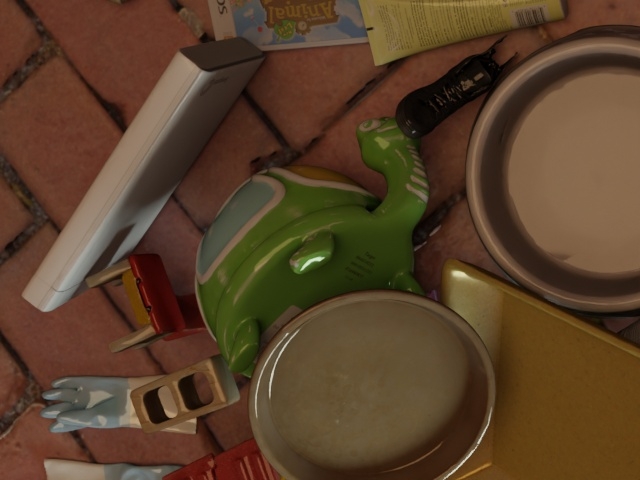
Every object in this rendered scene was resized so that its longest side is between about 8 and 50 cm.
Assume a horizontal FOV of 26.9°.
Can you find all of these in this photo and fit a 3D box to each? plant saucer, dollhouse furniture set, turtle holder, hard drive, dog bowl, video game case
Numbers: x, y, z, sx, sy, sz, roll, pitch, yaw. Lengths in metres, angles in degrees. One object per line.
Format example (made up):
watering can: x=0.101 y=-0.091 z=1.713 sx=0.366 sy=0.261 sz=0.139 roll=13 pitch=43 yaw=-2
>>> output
plant saucer: x=0.270 y=0.209 z=1.483 sx=0.333 sy=0.081 sz=0.332 roll=28 pitch=127 yaw=44
dollhouse furniture set: x=-0.118 y=0.186 z=1.641 sx=0.152 sy=0.201 sz=0.374 roll=-23 pitch=82 yaw=19
turtle holder: x=-0.018 y=0.005 z=1.563 sx=0.227 sy=0.243 sz=0.320 roll=56 pitch=137 yaw=45
hard drive: x=-0.209 y=-0.084 z=1.611 sx=0.047 sy=0.233 sz=0.353 roll=37 pitch=109 yaw=5
dog bowl: x=0.324 y=-0.075 z=1.519 sx=0.349 sy=0.102 sz=0.348 roll=2 pitch=96 yaw=18
plant saucer: x=0.056 y=0.171 z=1.493 sx=0.278 sy=0.041 sz=0.277 roll=-2 pitch=115 yaw=-5
video game case: x=-0.043 y=-0.327 z=1.623 sx=0.213 sy=0.023 sz=0.193 roll=-2 pitch=116 yaw=18

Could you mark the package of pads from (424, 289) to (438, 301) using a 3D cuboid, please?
package of pads: x=0.123 y=0.103 z=1.636 sx=0.050 sy=0.032 sz=0.083 roll=-10 pitch=92 yaw=21

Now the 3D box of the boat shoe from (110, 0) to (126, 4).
boat shoe: x=-0.226 y=-0.442 z=1.679 sx=0.094 sy=0.109 sz=0.302 roll=29 pitch=112 yaw=-2

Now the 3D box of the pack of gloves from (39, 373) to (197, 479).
pack of gloves: x=-0.276 y=0.278 z=1.776 sx=0.232 sy=0.046 sz=0.195 roll=-3 pitch=93 yaw=19

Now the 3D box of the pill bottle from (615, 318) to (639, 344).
pill bottle: x=0.389 y=0.137 z=1.481 sx=0.219 sy=0.123 sz=0.122 roll=-41 pitch=81 yaw=39

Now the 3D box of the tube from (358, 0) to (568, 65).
tube: x=0.167 y=-0.271 z=1.574 sx=0.240 sy=0.062 sz=0.070 roll=-9 pitch=74 yaw=18

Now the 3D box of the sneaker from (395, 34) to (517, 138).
sneaker: x=0.158 y=-0.179 z=1.545 sx=0.089 sy=0.170 sz=0.051 roll=-34 pitch=92 yaw=43
